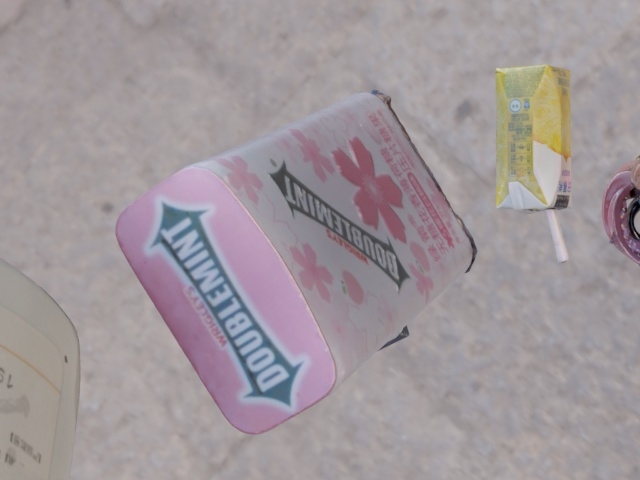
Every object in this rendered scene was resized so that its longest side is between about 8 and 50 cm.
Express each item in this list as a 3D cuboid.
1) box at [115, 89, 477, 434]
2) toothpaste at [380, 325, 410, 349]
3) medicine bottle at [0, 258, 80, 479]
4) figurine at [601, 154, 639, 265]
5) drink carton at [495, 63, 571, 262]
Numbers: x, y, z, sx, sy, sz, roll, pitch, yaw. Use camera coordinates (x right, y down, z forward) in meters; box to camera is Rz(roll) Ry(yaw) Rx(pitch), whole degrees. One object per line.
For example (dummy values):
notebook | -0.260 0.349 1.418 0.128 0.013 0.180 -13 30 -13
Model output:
box | 0.000 0.000 1.246 0.112 0.369 0.190 -30 92 26
toothpaste | 0.000 0.114 1.648 0.196 0.047 0.040 -25 17 -24
medicine bottle | -0.193 0.144 0.707 0.111 0.161 0.296 -27 46 31
figurine | 0.368 -0.053 1.719 0.126 0.157 0.114 26 55 20
drink carton | 0.220 -0.077 1.644 0.074 0.084 0.200 0 89 28
